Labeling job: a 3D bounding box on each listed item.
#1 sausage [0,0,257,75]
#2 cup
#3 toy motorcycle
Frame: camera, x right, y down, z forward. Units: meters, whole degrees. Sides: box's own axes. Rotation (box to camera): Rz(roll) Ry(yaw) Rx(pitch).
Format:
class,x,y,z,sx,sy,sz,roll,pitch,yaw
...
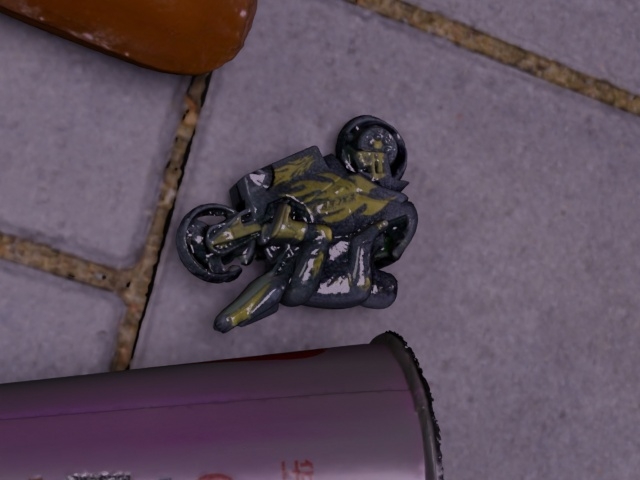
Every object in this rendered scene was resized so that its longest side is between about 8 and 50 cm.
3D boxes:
class,x,y,z,sx,sy,sz,roll,pitch,yaw
sausage,-0.170,-0.186,0.885,0.274,0.105,0.105,22,78,-17
cup,-0.092,0.152,0.845,0.288,0.203,0.203,0,84,-15
toy motorcycle,0.000,0.000,0.948,0.193,0.061,0.124,-31,89,-28
